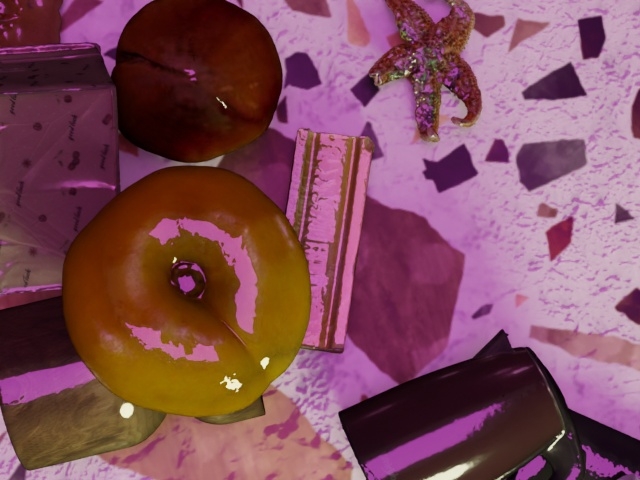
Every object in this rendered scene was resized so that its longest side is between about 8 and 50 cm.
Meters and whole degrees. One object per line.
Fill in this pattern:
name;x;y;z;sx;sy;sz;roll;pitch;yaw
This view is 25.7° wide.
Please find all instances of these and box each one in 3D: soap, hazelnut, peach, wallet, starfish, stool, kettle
soap;0.000;0.000;1.609;0.092;0.037;0.252;9;83;-2
hazelnut;-0.139;-0.178;1.539;0.208;0.208;0.208;0;84;-2
peach;-0.128;0.051;1.377;0.251;0.153;0.251;1;82;-6
wallet;0.334;0.292;1.587;0.250;0.044;0.149;25;87;0
starfish;0.121;-0.217;1.640;0.150;0.053;0.209;-27;81;-17
stool;-0.206;0.133;1.516;0.264;0.179;0.179;-13;85;-4
kettle;0.162;0.224;1.526;0.232;0.144;0.202;-25;84;1

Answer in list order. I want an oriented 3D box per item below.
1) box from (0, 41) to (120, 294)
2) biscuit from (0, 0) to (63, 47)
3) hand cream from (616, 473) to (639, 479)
box;-0.363;-0.073;1.477;0.297;0.190;0.225;-5;110;-11
biscuit;-0.453;-0.218;1.566;0.325;0.044;0.217;8;82;-20
hand cream;0.383;0.335;1.549;0.076;0.047;0.174;-39;100;2
